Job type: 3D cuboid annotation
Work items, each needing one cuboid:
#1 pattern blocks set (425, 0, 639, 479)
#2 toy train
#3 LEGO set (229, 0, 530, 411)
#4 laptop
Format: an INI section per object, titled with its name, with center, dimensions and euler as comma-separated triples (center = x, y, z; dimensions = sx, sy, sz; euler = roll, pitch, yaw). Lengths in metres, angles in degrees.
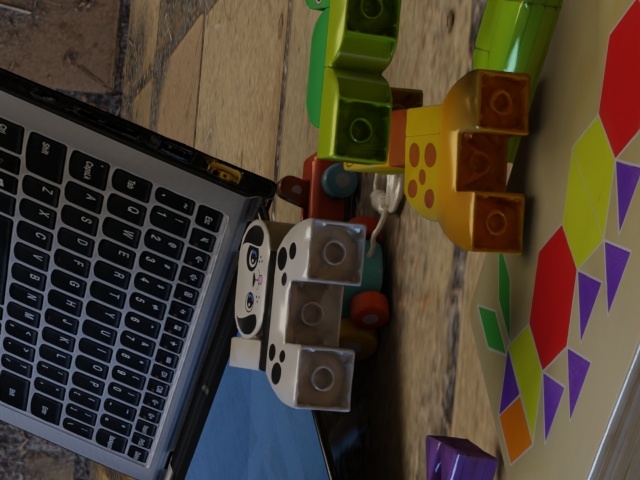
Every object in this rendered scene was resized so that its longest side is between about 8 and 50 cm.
[pattern blocks set]
center = 0.083, 0.005, 0.554
dimensions = 0.325, 0.026, 0.285
euler = 106, 165, -44
[toy train]
center = 0.000, 0.000, 0.949
dimensions = 0.166, 0.046, 0.125
euler = -175, 90, -80
[LEGO set]
center = 0.018, -0.059, 0.611
dimensions = 0.093, 0.087, 0.227
euler = -1, 83, 64
[laptop]
center = -0.147, 0.129, 0.982
dimensions = 0.382, 0.407, 0.236
euler = 113, 180, -59
